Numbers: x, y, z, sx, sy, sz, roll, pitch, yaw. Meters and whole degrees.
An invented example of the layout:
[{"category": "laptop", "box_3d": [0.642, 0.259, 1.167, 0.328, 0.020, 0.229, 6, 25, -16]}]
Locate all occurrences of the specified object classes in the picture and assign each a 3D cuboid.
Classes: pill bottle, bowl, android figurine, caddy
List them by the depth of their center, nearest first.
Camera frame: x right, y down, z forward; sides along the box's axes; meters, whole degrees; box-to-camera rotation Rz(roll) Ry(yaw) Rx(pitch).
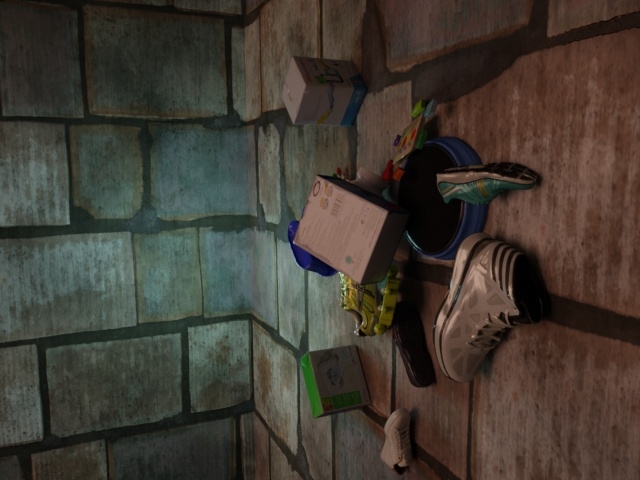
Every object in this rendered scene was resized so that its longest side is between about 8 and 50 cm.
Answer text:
[{"category": "bowl", "box_3d": [0.368, -0.130, 1.716, 0.391, 0.077, 0.390, 176, 90, -66]}, {"category": "android figurine", "box_3d": [0.237, 0.210, 1.913, 0.273, 0.056, 0.248, 26, -104, -81]}, {"category": "pill bottle", "box_3d": [0.145, -0.132, 2.042, 0.264, 0.153, 0.153, -63, 30, 7]}, {"category": "caddy", "box_3d": [0.000, 0.000, 2.450, 0.241, 0.179, 0.341, -46, 47, 30]}]

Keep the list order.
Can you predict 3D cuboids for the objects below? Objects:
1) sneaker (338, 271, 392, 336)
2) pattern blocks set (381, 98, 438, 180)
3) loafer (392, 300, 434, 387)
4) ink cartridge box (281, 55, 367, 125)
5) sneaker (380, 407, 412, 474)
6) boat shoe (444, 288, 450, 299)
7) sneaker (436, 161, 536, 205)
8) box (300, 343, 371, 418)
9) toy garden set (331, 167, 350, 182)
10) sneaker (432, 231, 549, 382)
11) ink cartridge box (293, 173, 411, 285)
[{"category": "sneaker", "box_3d": [0.137, 0.187, 2.084, 0.384, 0.147, 0.145, 64, 155, 8]}, {"category": "pattern blocks set", "box_3d": [0.292, -0.327, 1.786, 0.325, 0.026, 0.285, -177, 107, -81]}, {"category": "loafer", "box_3d": [0.306, 0.365, 1.900, 0.095, 0.109, 0.302, 128, 131, -64]}, {"category": "ink cartridge box", "box_3d": [0.008, -0.604, 2.217, 0.197, 0.270, 0.198, 114, 144, -47]}, {"category": "sneaker", "box_3d": [0.301, 0.736, 1.984, 0.123, 0.106, 0.290, 41, 139, 46]}, {"category": "boat shoe", "box_3d": [0.423, 0.160, 1.673, 0.043, 0.049, 0.137, 54, 136, 47]}, {"category": "sneaker", "box_3d": [0.446, -0.148, 1.464, 0.275, 0.107, 0.109, 3, 113, 44]}, {"category": "box", "box_3d": [0.061, 0.599, 2.322, 0.126, 0.231, 0.261, 126, 135, -56]}, {"category": "toy garden set", "box_3d": [0.106, -0.195, 2.337, 0.203, 0.049, 0.244, 114, 145, -50]}, {"category": "sneaker", "box_3d": [0.452, 0.222, 1.463, 0.257, 0.169, 0.447, -143, 56, -62]}, {"category": "ink cartridge box", "box_3d": [0.077, -0.057, 1.877, 0.396, 0.151, 0.269, 30, 108, 34]}]
